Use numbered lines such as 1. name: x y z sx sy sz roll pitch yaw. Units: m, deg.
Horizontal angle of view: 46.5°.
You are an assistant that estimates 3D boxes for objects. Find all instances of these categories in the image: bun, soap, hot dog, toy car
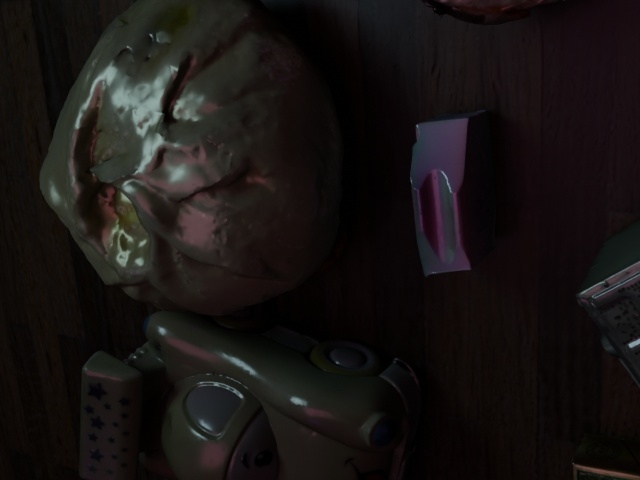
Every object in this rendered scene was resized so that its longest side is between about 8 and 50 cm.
1. bun: -0.157 -0.088 0.790 0.365 0.219 0.365 8 104 36
2. soap: 0.129 -0.044 0.712 0.056 0.100 0.149 1 105 31
3. hot dog: 0.000 0.000 0.845 0.058 0.035 0.083 33 119 18
4. toy car: -0.082 0.222 0.853 0.336 0.226 0.242 22 115 26

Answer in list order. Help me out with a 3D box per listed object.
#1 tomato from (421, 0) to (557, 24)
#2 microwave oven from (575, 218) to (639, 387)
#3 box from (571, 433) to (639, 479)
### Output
1. tomato: 0.152 -0.298 0.610 0.199 0.112 0.227 15 113 3
2. microwave oven: 0.332 0.089 0.578 0.145 0.194 0.240 -37 87 36
3. box: 0.363 0.280 0.691 0.240 0.071 0.159 1 108 32
